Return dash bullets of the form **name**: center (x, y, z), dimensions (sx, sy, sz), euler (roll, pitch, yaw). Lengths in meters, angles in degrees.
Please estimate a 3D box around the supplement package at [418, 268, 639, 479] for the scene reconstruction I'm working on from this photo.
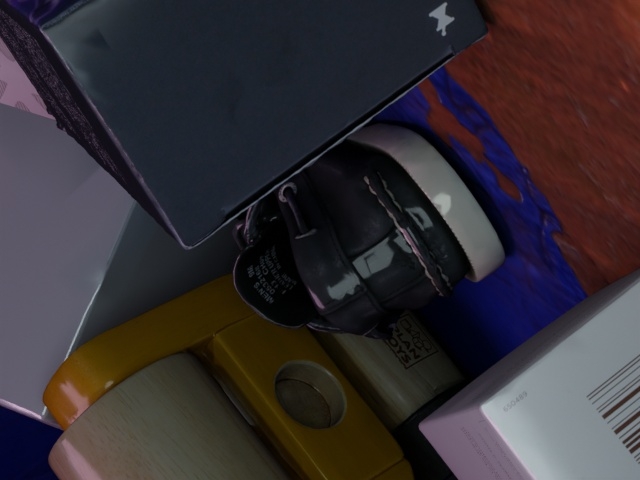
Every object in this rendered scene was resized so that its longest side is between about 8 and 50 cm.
- **supplement package**: center (0.120, 0.082, 0.669), dimensions (0.105, 0.105, 0.179), euler (52, 171, 4)

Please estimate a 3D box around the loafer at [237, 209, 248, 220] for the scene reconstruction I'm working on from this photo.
- **loafer**: center (-0.081, 0.000, 1.570), dimensions (0.050, 0.056, 0.148), euler (31, -133, -68)

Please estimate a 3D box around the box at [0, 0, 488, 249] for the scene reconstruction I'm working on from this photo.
- **box**: center (-0.052, -0.107, 0.694), dimensions (0.108, 0.153, 0.207), euler (58, 169, -27)

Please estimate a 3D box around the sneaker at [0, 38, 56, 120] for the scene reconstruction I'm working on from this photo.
- **sneaker**: center (-0.175, -0.120, 1.261), dimensions (0.257, 0.169, 0.447), euler (50, 169, 31)

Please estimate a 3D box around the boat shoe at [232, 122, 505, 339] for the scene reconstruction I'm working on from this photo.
- **boat shoe**: center (0.003, 0.003, 0.973), dimensions (0.127, 0.113, 0.340), euler (55, 172, -14)

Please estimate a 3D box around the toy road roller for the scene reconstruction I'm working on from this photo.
- **toy road roller**: center (-0.047, 0.161, 1.147), dimensions (0.202, 0.329, 0.240), euler (51, 133, 15)

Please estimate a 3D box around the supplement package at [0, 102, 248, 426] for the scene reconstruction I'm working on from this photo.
- **supplement package**: center (-0.191, 0.036, 1.243), dimensions (0.198, 0.199, 0.262), euler (18, 170, 22)
